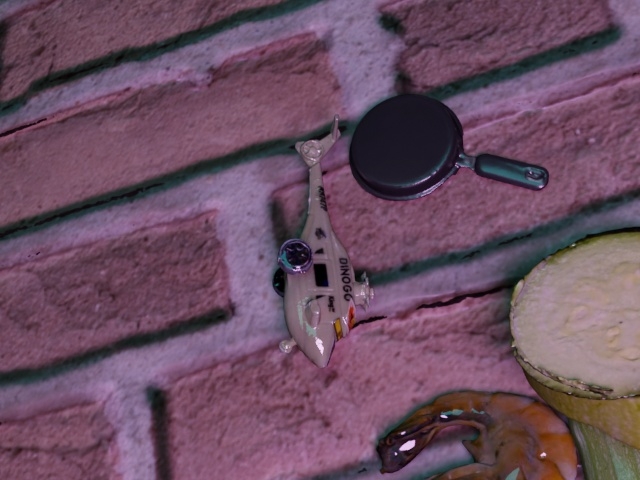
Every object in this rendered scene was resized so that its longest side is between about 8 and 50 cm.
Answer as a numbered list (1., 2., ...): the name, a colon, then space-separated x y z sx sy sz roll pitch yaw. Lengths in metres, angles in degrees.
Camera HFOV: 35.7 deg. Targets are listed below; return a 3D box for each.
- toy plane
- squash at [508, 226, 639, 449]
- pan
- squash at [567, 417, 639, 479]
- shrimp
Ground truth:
1. toy plane: 0.000 0.000 1.083 0.108 0.092 0.287 -2 65 -7
2. squash: 0.279 0.093 0.906 0.220 0.133 0.220 -8 41 7
3. pan: 0.140 -0.097 1.109 0.235 0.028 0.136 15 73 22
4. squash: 0.274 0.216 0.907 0.077 0.068 0.219 -4 63 -9
5. shrimp: 0.119 0.218 0.963 0.254 0.059 0.145 -14 61 11
